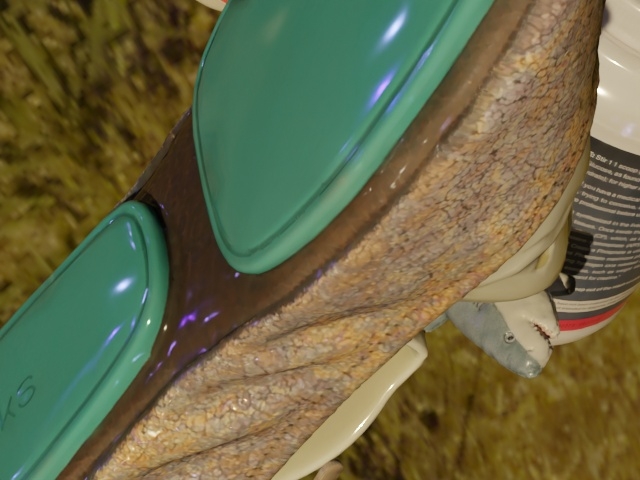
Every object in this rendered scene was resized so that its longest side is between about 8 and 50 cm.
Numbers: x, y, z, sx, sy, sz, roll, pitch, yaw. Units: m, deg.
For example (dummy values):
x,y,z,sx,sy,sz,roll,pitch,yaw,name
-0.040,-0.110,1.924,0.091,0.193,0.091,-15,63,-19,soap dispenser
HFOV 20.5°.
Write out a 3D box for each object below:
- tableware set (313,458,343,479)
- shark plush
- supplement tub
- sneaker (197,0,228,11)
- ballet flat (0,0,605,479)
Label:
x,y,z,sx,sy,sz,roll,pitch,yaw,name
-0.005,0.162,0.933,0.128,0.194,0.039,-19,67,9,tableware set
0.061,0.024,0.968,0.161,0.073,0.067,18,80,26,shark plush
0.161,-0.081,1.097,0.191,0.272,0.191,14,45,-15,supplement tub
-0.050,-0.141,0.839,0.057,0.161,0.075,-24,62,-2,sneaker
0.000,0.000,0.476,0.316,0.106,0.107,-45,42,38,ballet flat
